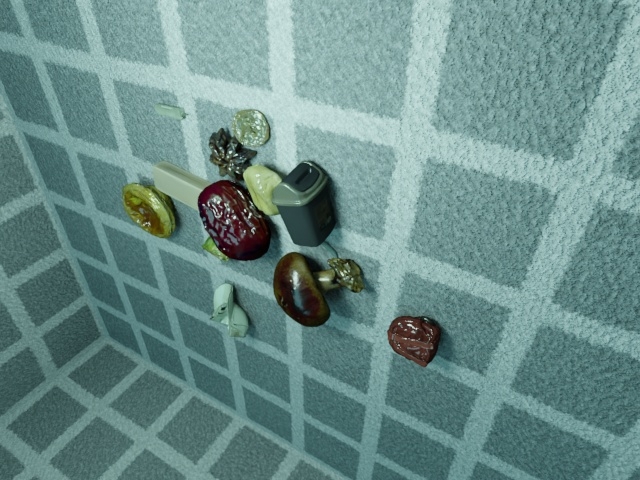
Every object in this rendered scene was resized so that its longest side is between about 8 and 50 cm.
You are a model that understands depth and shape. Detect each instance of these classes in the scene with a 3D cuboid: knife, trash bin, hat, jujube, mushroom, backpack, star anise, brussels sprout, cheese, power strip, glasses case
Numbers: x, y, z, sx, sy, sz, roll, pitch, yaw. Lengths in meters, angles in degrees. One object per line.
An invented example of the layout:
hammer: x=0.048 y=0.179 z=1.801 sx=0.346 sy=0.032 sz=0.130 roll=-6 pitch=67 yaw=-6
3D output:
knife: x=0.000 y=-0.001 z=1.901 sx=0.210 sy=0.015 sz=0.028 roll=42 pitch=130 yaw=1
trash bin: x=-0.059 y=-0.136 z=1.707 sx=0.182 sy=0.209 sz=0.290 roll=6 pitch=131 yaw=31
hat: x=-0.487 y=0.381 z=2.485 sx=0.258 sy=0.168 sz=0.301 roll=20 pitch=111 yaw=50
jujube: x=-0.372 y=-0.080 z=1.948 sx=0.258 sy=0.258 sz=0.376 roll=-24 pitch=99 yaw=45
mushroom: x=-0.039 y=0.178 z=1.946 sx=0.331 sy=0.356 sz=0.334 roll=44 pitch=175 yaw=-5
backpack: x=0.377 y=0.405 z=1.843 sx=0.229 sy=0.139 sz=0.229 roll=19 pitch=131 yaw=23
star anise: x=-0.382 y=-0.346 z=1.856 sx=0.223 sy=0.109 sz=0.236 roll=-18 pitch=112 yaw=48
brussels sprout: x=-0.492 y=0.024 z=2.207 sx=0.152 sy=0.122 sz=0.149 roll=28 pitch=170 yaw=22
cheese: x=-0.222 y=-0.206 z=1.807 sx=0.214 sy=0.117 sz=0.226 roll=22 pitch=143 yaw=57
power strip: x=-0.646 y=-0.558 z=1.936 sx=0.191 sy=0.030 sz=0.047 roll=19 pitch=130 yaw=24
glasses case: x=-0.648 y=-0.256 z=2.137 sx=0.337 sy=0.076 sz=0.144 roll=27 pitch=134 yaw=17

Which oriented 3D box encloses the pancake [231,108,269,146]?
pancake: x=-0.270 y=-0.435 z=1.736 sx=0.158 sy=0.028 sz=0.158 roll=8 pitch=117 yaw=16

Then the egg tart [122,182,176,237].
egg tart: x=-0.869 y=-0.171 z=2.314 sx=0.352 sy=0.150 sz=0.351 roll=23 pitch=139 yaw=22
